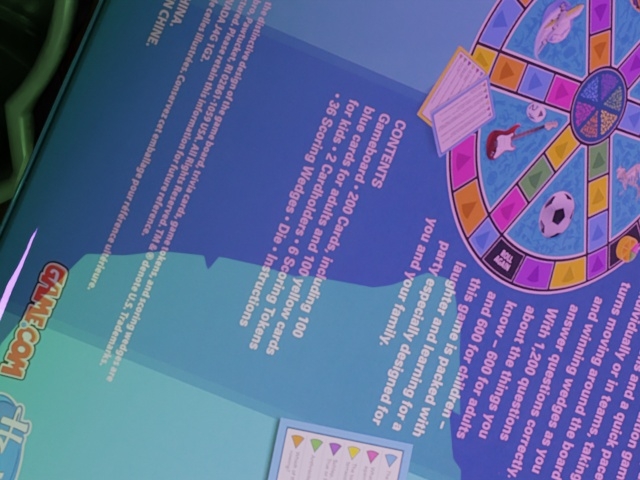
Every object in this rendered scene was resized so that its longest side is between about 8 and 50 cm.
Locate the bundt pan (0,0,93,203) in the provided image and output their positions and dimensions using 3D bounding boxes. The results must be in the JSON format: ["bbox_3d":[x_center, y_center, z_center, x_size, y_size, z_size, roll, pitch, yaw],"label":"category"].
[{"bbox_3d":[-0.228,-0.118,0.445,0.331,0.124,0.330,2,106,8],"label":"bundt pan"}]

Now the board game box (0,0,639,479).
[{"bbox_3d":[0.067,0.033,0.403,0.336,0.079,0.253,23,82,-4],"label":"board game box"}]
